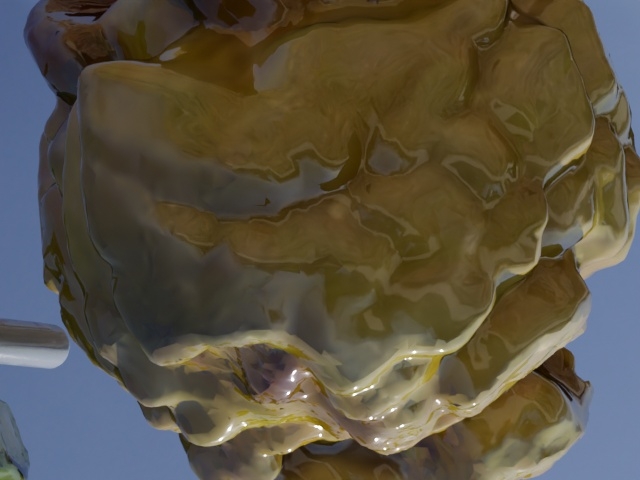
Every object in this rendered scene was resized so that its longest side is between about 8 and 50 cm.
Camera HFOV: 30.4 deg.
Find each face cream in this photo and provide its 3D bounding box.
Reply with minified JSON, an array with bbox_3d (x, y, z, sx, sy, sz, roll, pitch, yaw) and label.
[{"bbox_3d":[-0.390,0.118,1.404,0.198,0.084,0.057,18,-100,-58],"label":"face cream"}]

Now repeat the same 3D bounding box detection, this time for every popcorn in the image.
[{"bbox_3d":[0.000,0.000,0.496,0.225,0.265,0.332,-52,-46,-37],"label":"popcorn"}]

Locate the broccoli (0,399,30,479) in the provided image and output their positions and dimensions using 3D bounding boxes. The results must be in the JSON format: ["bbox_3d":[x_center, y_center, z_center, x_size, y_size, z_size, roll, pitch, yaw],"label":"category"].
[{"bbox_3d":[-0.444,0.215,1.090,0.317,0.338,0.277,-9,-112,-29],"label":"broccoli"}]
